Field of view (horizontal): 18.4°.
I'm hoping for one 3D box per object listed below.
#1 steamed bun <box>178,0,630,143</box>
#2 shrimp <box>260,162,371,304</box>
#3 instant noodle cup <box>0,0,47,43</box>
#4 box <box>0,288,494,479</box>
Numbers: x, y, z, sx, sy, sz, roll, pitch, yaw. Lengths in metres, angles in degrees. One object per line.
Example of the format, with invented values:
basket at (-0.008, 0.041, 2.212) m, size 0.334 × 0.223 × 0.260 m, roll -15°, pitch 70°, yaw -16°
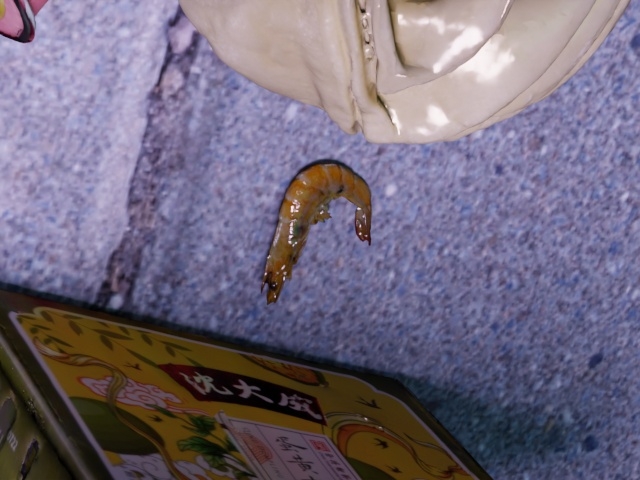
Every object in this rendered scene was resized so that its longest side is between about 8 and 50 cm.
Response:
steamed bun at (0.085, -0.188, 1.268) m, size 0.289 × 0.203 × 0.276 m, roll 19°, pitch 103°, yaw -34°
shrimp at (0.000, 0.000, 1.428) m, size 0.083 × 0.023 × 0.114 m, roll 14°, pitch 103°, yaw -35°
instant noodle cup at (-0.157, -0.277, 1.101) m, size 0.255 × 0.244 × 0.244 m, roll -45°, pitch 126°, yaw -11°
box at (-0.031, 0.207, 1.271) m, size 0.373 × 0.420 × 0.138 m, roll 13°, pitch 109°, yaw -31°
